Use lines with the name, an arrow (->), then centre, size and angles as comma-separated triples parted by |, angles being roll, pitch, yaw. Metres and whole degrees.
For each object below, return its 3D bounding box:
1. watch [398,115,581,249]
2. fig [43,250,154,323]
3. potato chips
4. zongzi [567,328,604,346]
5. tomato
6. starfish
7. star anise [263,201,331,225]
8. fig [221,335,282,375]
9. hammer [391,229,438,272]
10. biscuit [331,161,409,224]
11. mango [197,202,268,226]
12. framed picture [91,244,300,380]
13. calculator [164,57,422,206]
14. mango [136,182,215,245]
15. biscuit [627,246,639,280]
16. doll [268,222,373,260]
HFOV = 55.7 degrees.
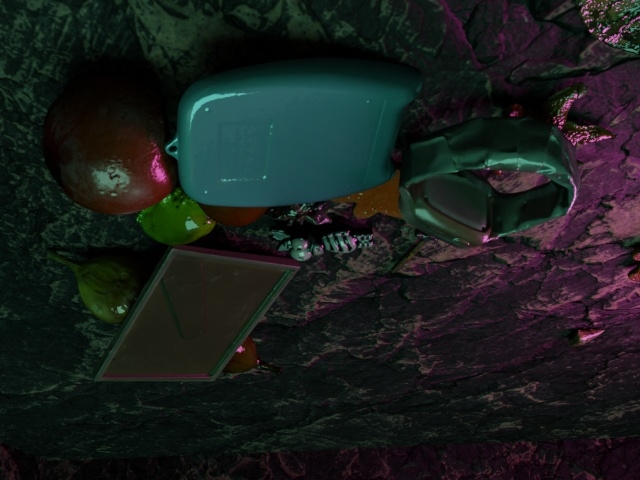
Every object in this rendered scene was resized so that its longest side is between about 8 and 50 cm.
watch -> 0.280, -0.100, 0.983 | 0.253, 0.161, 0.241 | 22, 149, -24
fig -> -0.498, 0.087, 1.360 | 0.257, 0.159, 0.159 | 26, 143, -5
potato chips -> 0.443, -0.324, 0.789 | 0.202, 0.029, 0.220 | -16, 142, 25
zongzi -> 0.758, 0.274, 1.733 | 0.083, 0.040, 0.076 | -14, 156, -11
tomato -> -0.315, -0.140, 0.908 | 0.185, 0.208, 0.208 | -12, 149, -9
starfish -> 0.374, -0.171, 1.016 | 0.228, 0.043, 0.240 | 15, 150, -19
star anise -> -0.032, -0.059, 1.177 | 0.129, 0.056, 0.124 | 20, 142, -28
fig -> -0.231, 0.305, 1.659 | 0.274, 0.145, 0.170 | 25, 143, -11
hammer -> 0.205, 0.030, 1.358 | 0.062, 0.017, 0.182 | 10, 148, -15
biscuit -> 0.121, -0.094, 1.143 | 0.250, 0.036, 0.165 | 8, 147, -19
mango -> -0.156, -0.128, 1.009 | 0.146, 0.129, 0.289 | -7, 139, 7
framed picture -> -0.287, 0.183, 1.388 | 0.326, 0.028, 0.446 | 11, 128, -40
calculator -> -0.036, -0.151, 0.910 | 0.387, 0.054, 0.256 | -7, 138, -17
mango -> -0.274, -0.051, 1.158 | 0.179, 0.100, 0.119 | -12, 111, 33
biscuit -> 0.754, 0.024, 1.331 | 0.138, 0.031, 0.205 | -10, 147, 14
doll -> 0.000, 0.000, 1.263 | 0.220, 0.067, 0.091 | -1, 152, 5
